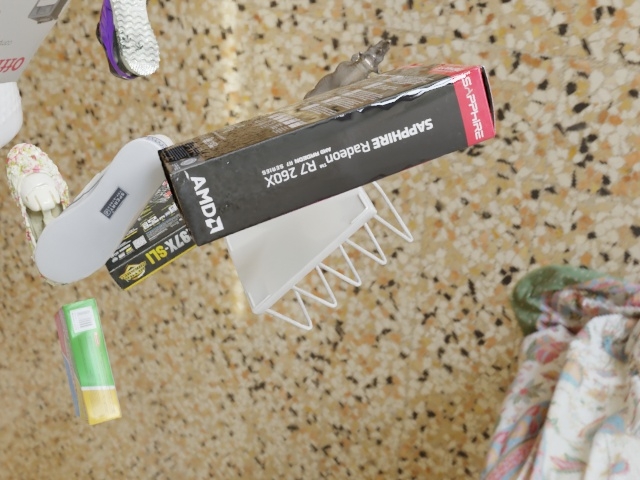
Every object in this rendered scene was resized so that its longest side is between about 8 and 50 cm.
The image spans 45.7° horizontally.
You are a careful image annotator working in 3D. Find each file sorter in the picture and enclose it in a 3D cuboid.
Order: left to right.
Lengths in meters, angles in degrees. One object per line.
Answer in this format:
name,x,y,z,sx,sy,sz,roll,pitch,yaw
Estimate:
file sorter,0.000,0.000,1.379,0.277,0.173,0.193,-42,48,17

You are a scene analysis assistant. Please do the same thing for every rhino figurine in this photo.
rhino figurine,0.054,-0.305,1.440,0.073,0.106,0.243,49,134,-8

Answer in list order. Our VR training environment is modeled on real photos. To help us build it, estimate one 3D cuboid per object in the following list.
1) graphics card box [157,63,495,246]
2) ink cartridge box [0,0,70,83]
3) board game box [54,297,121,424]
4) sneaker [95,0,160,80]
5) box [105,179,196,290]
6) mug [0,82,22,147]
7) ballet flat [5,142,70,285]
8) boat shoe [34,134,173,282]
graphics card box,-0.005,-0.118,0.925,0.233,0.371,0.094,-141,33,-69
ink cartridge box,-0.289,-0.288,0.670,0.131,0.226,0.306,39,106,-4
board game box,-0.500,0.257,1.615,0.316,0.064,0.242,-23,80,66
sneaker,-0.421,-0.475,1.583,0.146,0.102,0.293,-6,88,51
box,-0.378,-0.062,1.785,0.257,0.322,0.079,49,169,44
mug,-0.765,-0.359,1.566,0.276,0.374,0.328,-15,125,15
ballet flat,-0.433,-0.037,1.215,0.077,0.091,0.241,20,127,58
boat shoe,-0.304,-0.049,1.085,0.096,0.088,0.267,38,107,-8
